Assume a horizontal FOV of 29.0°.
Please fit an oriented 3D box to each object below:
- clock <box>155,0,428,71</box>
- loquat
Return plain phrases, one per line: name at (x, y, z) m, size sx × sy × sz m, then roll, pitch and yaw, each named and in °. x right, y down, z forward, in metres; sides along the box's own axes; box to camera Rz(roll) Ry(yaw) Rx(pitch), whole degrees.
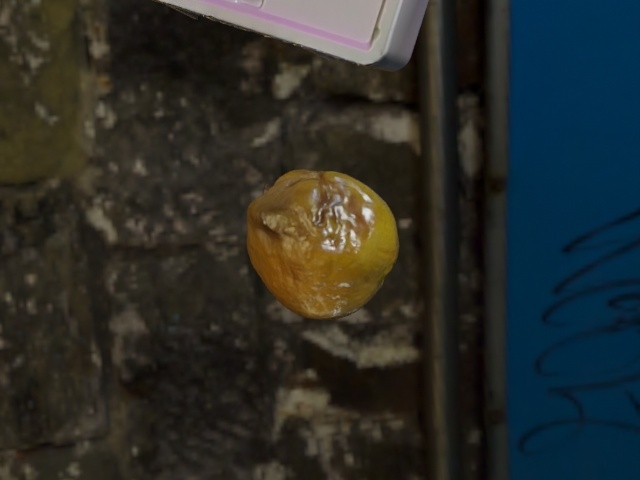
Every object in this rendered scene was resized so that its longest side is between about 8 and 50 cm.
clock at (-0.021, -0.201, 0.784) m, size 0.063 × 0.197 × 0.150 m, roll -6°, pitch 114°, yaw -70°
loquat at (0.000, 0.000, 1.062) m, size 0.113 × 0.137 × 0.137 m, roll -48°, pitch 153°, yaw -37°
